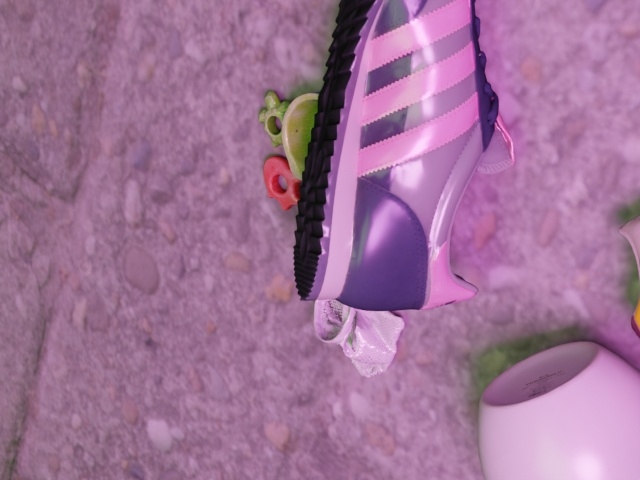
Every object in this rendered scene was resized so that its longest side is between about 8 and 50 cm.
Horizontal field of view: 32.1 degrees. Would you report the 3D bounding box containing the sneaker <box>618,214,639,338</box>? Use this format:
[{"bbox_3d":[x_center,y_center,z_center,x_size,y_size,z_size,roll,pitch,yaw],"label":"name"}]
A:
[{"bbox_3d":[0.238,0.065,0.674,0.084,0.070,0.185,-13,89,49],"label":"sneaker"}]

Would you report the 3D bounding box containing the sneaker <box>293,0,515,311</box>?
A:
[{"bbox_3d":[0.073,-0.106,0.740,0.112,0.131,0.318,-129,51,-73],"label":"sneaker"}]

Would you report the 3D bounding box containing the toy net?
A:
[{"bbox_3d":[0.000,0.000,0.857,0.122,0.045,0.232,2,106,39],"label":"toy net"}]

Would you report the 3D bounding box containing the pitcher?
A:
[{"bbox_3d":[0.207,0.163,0.704,0.178,0.125,0.207,-25,98,21],"label":"pitcher"}]
